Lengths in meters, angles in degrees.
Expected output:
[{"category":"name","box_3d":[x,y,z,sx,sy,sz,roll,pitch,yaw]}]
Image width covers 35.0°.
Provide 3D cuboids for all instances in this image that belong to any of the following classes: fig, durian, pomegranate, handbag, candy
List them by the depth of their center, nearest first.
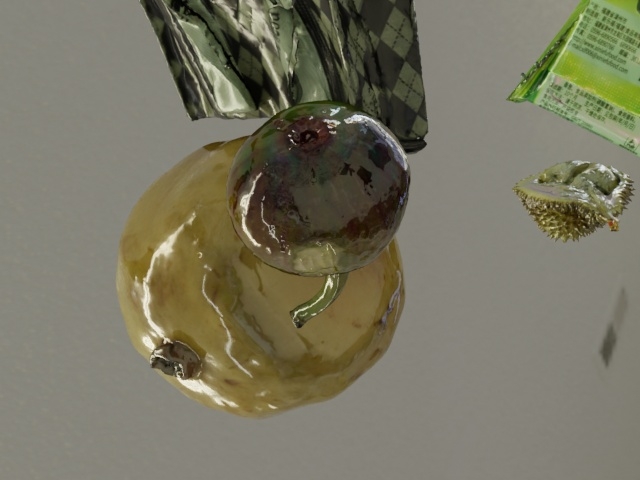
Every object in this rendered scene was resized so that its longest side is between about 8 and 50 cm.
[{"category":"candy","box_3d":[0.213,-0.087,0.608,0.102,0.178,0.032,-66,-10,26]},{"category":"fig","box_3d":[0.000,0.000,0.844,0.149,0.149,0.245,-58,-23,-36]},{"category":"pomegranate","box_3d":[-0.072,0.044,1.163,0.332,0.333,0.332,-1,-89,-54]},{"category":"handbag","box_3d":[-0.057,-0.252,1.170,0.180,0.416,0.316,-33,-60,-28]},{"category":"durian","box_3d":[0.368,-0.046,1.405,0.146,0.208,0.102,-22,-67,-7]}]
